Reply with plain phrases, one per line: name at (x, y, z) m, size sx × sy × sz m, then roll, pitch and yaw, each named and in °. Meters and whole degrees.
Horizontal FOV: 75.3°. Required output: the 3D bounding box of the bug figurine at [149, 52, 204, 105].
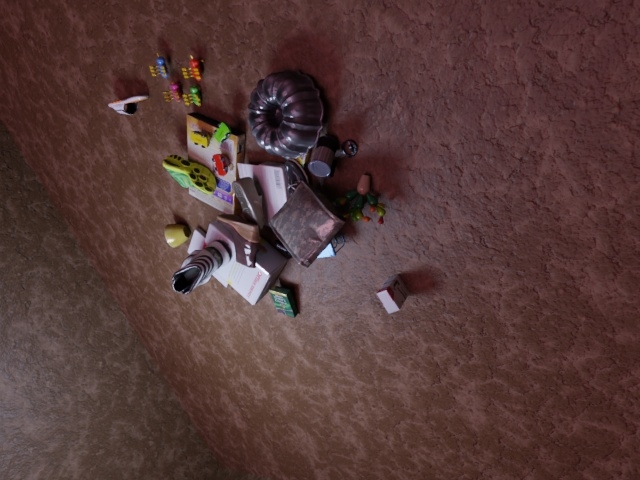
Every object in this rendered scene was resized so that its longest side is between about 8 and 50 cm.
bug figurine at (-0.607, -0.702, 1.814) m, size 0.278 × 0.072 × 0.216 m, roll 14°, pitch 129°, yaw 23°

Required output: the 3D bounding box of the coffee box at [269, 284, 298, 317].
coffee box at (-0.186, 0.308, 2.097) m, size 0.113 × 0.040 × 0.184 m, roll 14°, pitch 137°, yaw 28°

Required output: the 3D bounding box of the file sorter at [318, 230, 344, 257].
file sorter at (0.000, 0.000, 1.774) m, size 0.170 × 0.104 × 0.118 m, roll -9°, pitch 110°, yaw 38°

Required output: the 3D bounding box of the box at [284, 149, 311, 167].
box at (-0.085, -0.389, 1.651) m, size 0.105 × 0.043 × 0.179 m, roll 28°, pitch 126°, yaw 18°

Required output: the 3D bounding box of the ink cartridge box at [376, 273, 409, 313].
ink cartridge box at (0.295, 0.213, 1.671) m, size 0.056 × 0.135 × 0.099 m, roll -29°, pitch 98°, yaw 39°

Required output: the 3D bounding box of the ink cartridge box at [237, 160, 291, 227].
ink cartridge box at (-0.233, -0.202, 1.846) m, size 0.261 × 0.066 × 0.297 m, roll 14°, pitch 122°, yaw 33°

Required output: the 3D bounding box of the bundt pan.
bundt pan at (-0.151, -0.469, 1.548) m, size 0.330 × 0.124 × 0.331 m, roll 11°, pitch 108°, yaw 37°

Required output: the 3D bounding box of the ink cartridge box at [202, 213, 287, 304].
ink cartridge box at (-0.387, 0.091, 2.060) m, size 0.384 × 0.160 × 0.279 m, roll 40°, pitch 133°, yaw 10°

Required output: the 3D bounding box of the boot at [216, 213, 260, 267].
boot at (-0.379, 0.001, 1.870) m, size 0.248 × 0.090 × 0.207 m, roll 20°, pitch 113°, yaw 29°

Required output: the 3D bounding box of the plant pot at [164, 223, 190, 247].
plant pot at (-0.784, -0.036, 2.302) m, size 0.095 × 0.134 × 0.134 m, roll -13°, pitch 110°, yaw 11°

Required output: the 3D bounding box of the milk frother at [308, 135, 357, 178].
milk frother at (0.048, -0.311, 1.539) m, size 0.143 × 0.135 × 0.129 m, roll -17°, pitch 136°, yaw 43°

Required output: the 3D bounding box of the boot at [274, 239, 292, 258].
boot at (-0.147, 0.026, 1.933) m, size 0.121 × 0.045 × 0.099 m, roll 48°, pitch 135°, yaw -8°

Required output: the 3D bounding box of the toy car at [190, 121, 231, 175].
toy car at (-0.437, -0.426, 1.783) m, size 0.239 × 0.053 × 0.225 m, roll 51°, pitch 132°, yaw -1°

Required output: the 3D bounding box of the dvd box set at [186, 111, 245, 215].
dvd box set at (-0.496, -0.351, 1.948) m, size 0.307 × 0.062 × 0.421 m, roll 26°, pitch 128°, yaw 21°

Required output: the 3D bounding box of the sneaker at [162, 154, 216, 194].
sneaker at (-0.606, -0.304, 1.962) m, size 0.295 × 0.109 × 0.124 m, roll 32°, pitch 156°, yaw 13°

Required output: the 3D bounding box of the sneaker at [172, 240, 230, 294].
sneaker at (-0.643, 0.162, 2.005) m, size 0.447 × 0.257 × 0.169 m, roll -32°, pitch 95°, yaw 45°

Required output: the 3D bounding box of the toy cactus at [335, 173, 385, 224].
toy cactus at (0.163, -0.158, 1.583) m, size 0.218 × 0.112 × 0.181 m, roll 22°, pitch 106°, yaw 41°

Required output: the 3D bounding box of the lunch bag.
lunch bag at (-0.037, -0.054, 1.605) m, size 0.235 × 0.168 × 0.287 m, roll -50°, pitch 43°, yaw 13°

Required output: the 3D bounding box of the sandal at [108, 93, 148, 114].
sandal at (-0.947, -0.664, 2.055) m, size 0.265 × 0.102 × 0.076 m, roll 1°, pitch 113°, yaw 32°

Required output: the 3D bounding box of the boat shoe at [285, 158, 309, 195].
boat shoe at (-0.096, -0.223, 1.714) m, size 0.084 × 0.079 × 0.233 m, roll 7°, pitch 127°, yaw 38°

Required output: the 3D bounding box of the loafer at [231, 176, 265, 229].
loafer at (-0.294, -0.163, 1.811) m, size 0.101 × 0.092 × 0.269 m, roll 24°, pitch 144°, yaw 37°

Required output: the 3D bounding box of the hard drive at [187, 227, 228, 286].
hard drive at (-0.594, 0.097, 2.290) m, size 0.307 × 0.040 × 0.203 m, roll 41°, pitch 132°, yaw 9°
